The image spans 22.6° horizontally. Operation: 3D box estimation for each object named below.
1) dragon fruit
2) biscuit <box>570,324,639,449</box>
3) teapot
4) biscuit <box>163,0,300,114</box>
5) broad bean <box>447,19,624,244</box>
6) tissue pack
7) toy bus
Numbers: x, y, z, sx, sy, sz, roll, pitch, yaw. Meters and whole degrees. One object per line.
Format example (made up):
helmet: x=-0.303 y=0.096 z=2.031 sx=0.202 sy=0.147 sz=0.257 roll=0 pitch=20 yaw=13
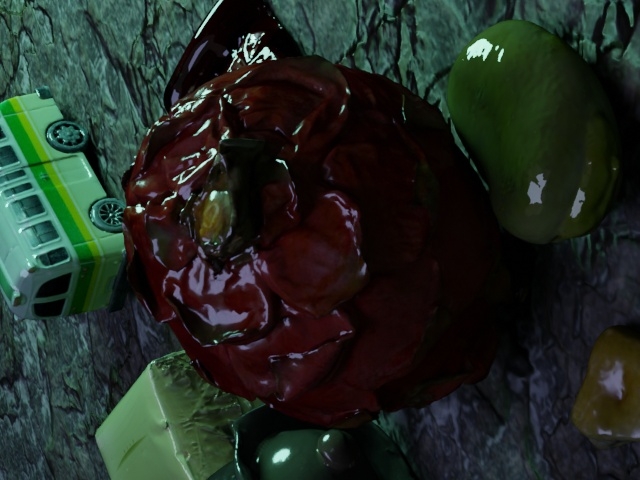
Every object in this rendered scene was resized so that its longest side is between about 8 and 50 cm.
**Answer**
dragon fruit: x=0.000 y=0.000 z=1.219 sx=0.277 sy=0.342 sz=0.277 roll=-10 pitch=70 yaw=29
biscuit: x=0.234 y=0.157 z=1.114 sx=0.183 sy=0.039 sz=0.174 roll=31 pitch=104 yaw=52
teapot: x=-0.008 y=0.300 z=1.488 sx=0.305 sy=0.223 sz=0.285 roll=56 pitch=139 yaw=33
biscuit: x=-0.058 y=-0.120 z=1.464 sx=0.151 sy=0.063 sz=0.235 roll=-54 pitch=43 yaw=16
broad bean: x=0.153 y=-0.077 z=1.148 sx=0.124 sy=0.082 sz=0.174 roll=-42 pitch=65 yaw=42
tissue pack: x=-0.149 y=0.228 z=1.772 sx=0.159 sy=0.125 sz=0.234 roll=65 pitch=149 yaw=14
toy bus: x=-0.343 y=-0.040 z=1.934 sx=0.276 sy=0.164 sz=0.134 roll=57 pitch=145 yaw=26
